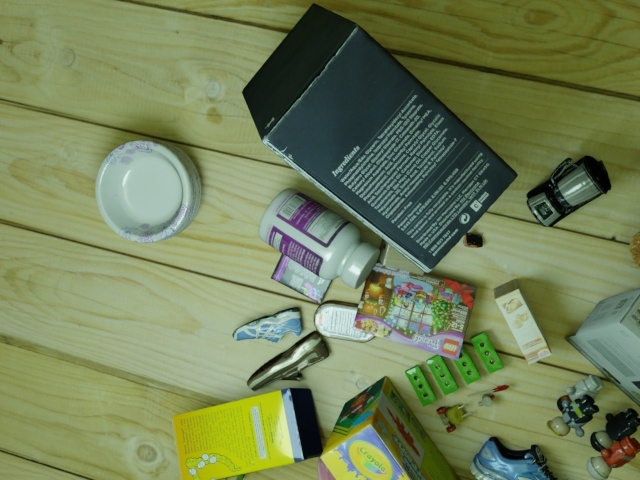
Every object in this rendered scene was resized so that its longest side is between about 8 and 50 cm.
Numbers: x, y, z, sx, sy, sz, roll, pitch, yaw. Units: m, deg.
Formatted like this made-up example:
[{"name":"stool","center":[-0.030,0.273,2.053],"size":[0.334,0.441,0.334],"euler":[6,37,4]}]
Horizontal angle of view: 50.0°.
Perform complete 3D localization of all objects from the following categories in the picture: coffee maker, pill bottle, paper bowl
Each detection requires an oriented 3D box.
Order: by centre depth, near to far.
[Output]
[{"name":"coffee maker","center":[0.624,-0.119,1.720],"size":[0.178,0.171,0.120],"euler":[-36,66,34]},{"name":"pill bottle","center":[0.000,0.000,1.823],"size":[0.301,0.169,0.169],"euler":[32,102,15]},{"name":"paper bowl","center":[-0.472,-0.140,1.930],"size":[0.284,0.148,0.284],"euler":[2,98,12]}]

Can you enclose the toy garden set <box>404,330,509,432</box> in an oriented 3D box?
[{"name":"toy garden set","center":[0.387,0.388,1.874],"size":[0.244,0.049,0.204],"euler":[-29,89,13]}]

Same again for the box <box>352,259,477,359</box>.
[{"name":"box","center":[0.252,0.183,1.844],"size":[0.293,0.057,0.201],"euler":[15,85,10]}]

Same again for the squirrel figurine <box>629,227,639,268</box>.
[{"name":"squirrel figurine","center":[0.904,-0.057,1.604],"size":[0.370,0.281,0.397],"euler":[41,100,11]}]

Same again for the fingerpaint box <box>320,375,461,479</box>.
[{"name":"fingerpaint box","center":[0.217,0.624,1.771],"size":[0.163,0.371,0.445],"euler":[-36,90,13]}]

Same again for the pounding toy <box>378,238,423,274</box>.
[{"name":"pounding toy","center":[0.212,0.015,1.829],"size":[0.130,0.141,0.100],"euler":[14,100,-5]}]

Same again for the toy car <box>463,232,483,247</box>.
[{"name":"toy car","center":[0.390,-0.033,1.835],"size":[0.040,0.060,0.122],"euler":[-35,67,56]}]

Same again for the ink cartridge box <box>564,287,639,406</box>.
[{"name":"ink cartridge box","center":[0.813,0.284,1.706],"size":[0.309,0.272,0.130],"euler":[43,72,3]}]

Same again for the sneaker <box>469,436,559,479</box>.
[{"name":"sneaker","center":[0.570,0.629,1.813],"size":[0.330,0.130,0.147],"euler":[25,95,18]}]

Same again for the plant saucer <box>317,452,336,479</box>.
[{"name":"plant saucer","center":[0.118,0.695,1.821],"size":[0.084,0.332,0.332],"euler":[-34,89,9]}]

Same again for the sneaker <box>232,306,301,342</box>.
[{"name":"sneaker","center":[-0.151,0.255,1.948],"size":[0.211,0.080,0.081],"euler":[-18,90,14]}]

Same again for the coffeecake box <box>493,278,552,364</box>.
[{"name":"coffeecake box","center":[0.519,0.206,1.773],"size":[0.068,0.142,0.185],"euler":[-27,91,14]}]

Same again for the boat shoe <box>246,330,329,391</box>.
[{"name":"boat shoe","center":[-0.088,0.366,1.944],"size":[0.257,0.095,0.095],"euler":[-35,95,13]}]

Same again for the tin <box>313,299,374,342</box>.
[{"name":"tin","center":[0.073,0.226,1.923],"size":[0.190,0.040,0.106],"euler":[7,94,11]}]

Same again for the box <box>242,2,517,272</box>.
[{"name":"box","center":[0.105,-0.248,1.550],"size":[0.472,0.480,0.297],"euler":[35,102,-23]}]

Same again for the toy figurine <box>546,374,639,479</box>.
[{"name":"toy figurine","center":[0.692,0.470,1.741],"size":[0.209,0.213,0.148],"euler":[43,119,7]}]

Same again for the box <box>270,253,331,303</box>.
[{"name":"box","center":[-0.045,0.091,1.933],"size":[0.162,0.029,0.116],"euler":[28,102,8]}]

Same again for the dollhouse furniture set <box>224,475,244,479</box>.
[{"name":"dollhouse furniture set","center":[-0.292,0.661,2.038],"size":[0.152,0.058,0.076],"euler":[23,101,8]}]

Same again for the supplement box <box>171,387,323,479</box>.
[{"name":"supplement box","center":[-0.200,0.545,1.911],"size":[0.356,0.194,0.195],"euler":[-16,73,13]}]
